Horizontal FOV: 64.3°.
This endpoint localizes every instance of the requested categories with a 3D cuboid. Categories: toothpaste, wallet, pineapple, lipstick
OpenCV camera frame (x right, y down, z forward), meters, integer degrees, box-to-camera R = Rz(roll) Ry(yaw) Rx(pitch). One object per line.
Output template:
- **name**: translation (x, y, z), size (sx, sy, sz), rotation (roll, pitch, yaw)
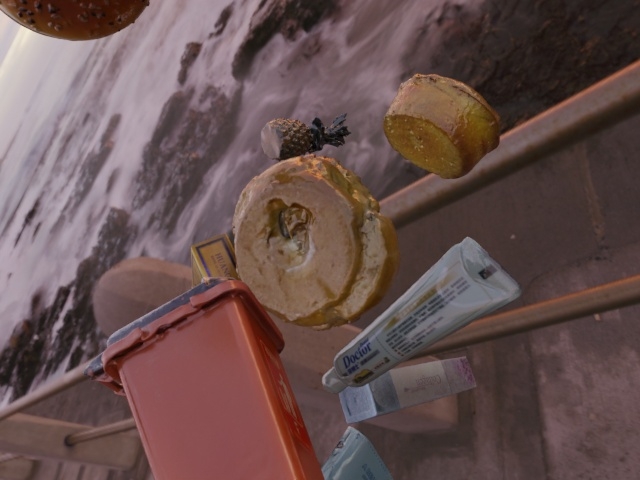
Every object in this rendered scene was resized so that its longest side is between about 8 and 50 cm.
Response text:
- **toothpaste**: translation (0.079, 0.092, 0.498), size (0.255, 0.067, 0.037), rotation (-47, -8, 38)
- **wallet**: translation (0.032, 0.477, 0.879), size (0.075, 0.176, 0.250), rotation (-14, 22, 47)
- **pineapple**: translation (-0.032, -0.279, 1.374), size (0.125, 0.251, 0.125), rotation (33, 130, 49)
- **lipstick**: translation (0.163, 0.255, 0.894), size (0.068, 0.317, 0.066), rotation (-33, 64, 37)

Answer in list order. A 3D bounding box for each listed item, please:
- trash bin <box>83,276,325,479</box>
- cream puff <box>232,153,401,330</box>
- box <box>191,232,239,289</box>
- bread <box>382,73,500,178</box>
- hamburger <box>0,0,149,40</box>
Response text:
- **trash bin**: translation (-0.105, 0.179, 0.493), size (0.184, 0.161, 0.239), rotation (-28, 50, -4)
- **cream puff**: translation (0.000, 0.000, 0.977), size (0.342, 0.231, 0.327), rotation (7, 98, 24)
- **box**: translation (-0.217, 0.136, 1.137), size (0.193, 0.084, 0.301), rotation (63, 158, 16)
- **bread**: translation (0.263, -0.255, 1.137), size (0.146, 0.268, 0.268), rotation (-52, 31, -13)
- **hamburger**: translation (-0.403, -0.470, 0.806), size (0.176, 0.300, 0.300), rotation (38, 100, 37)
